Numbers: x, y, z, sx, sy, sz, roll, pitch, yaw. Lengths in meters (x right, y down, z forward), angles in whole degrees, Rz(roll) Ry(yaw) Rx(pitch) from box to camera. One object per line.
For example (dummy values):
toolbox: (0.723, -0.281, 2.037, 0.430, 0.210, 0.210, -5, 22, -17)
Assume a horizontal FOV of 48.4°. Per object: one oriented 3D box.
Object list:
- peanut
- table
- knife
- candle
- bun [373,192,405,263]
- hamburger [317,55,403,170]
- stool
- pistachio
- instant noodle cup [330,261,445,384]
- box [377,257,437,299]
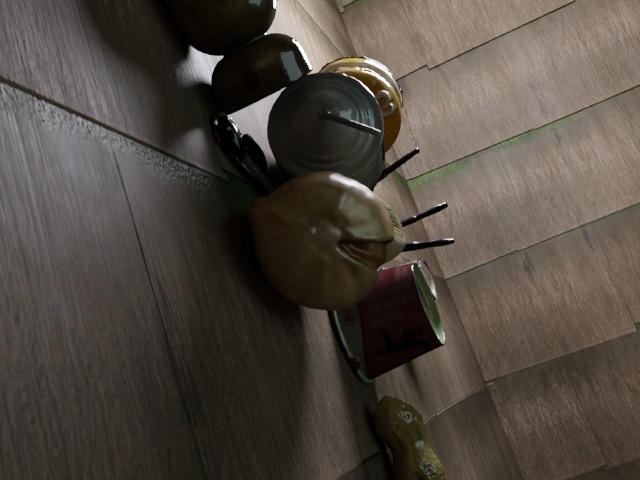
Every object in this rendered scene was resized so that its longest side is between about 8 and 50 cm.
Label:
peanut: (0.171, 0.405, 1.365, 0.103, 0.098, 0.229, 118, -50, -74)
table: (0.185, -0.076, 1.823, 0.317, 0.249, 0.317, 59, 17, -30)
knife: (-0.090, -0.114, 1.320, 0.365, 0.043, 0.089, 49, 25, -51)
candle: (0.013, -0.187, 1.335, 0.342, 0.221, 0.221, 68, 3, -78)
bun: (0.100, -0.025, 1.651, 0.193, 0.128, 0.178, 33, 32, -23)
hamburger: (0.089, -0.311, 1.865, 0.186, 0.261, 0.303, -84, 171, -54)
stool: (-0.150, -0.375, 1.231, 0.264, 0.179, 0.179, 62, 15, -17)
pistachio: (0.000, 0.000, 1.159, 0.309, 0.230, 0.230, 31, 39, -73)
instant noodle cup: (0.142, 0.159, 1.462, 0.235, 0.178, 0.235, -21, 90, -76)
box: (0.239, 0.126, 1.942, 0.151, 0.135, 0.151, 57, 17, -28)
